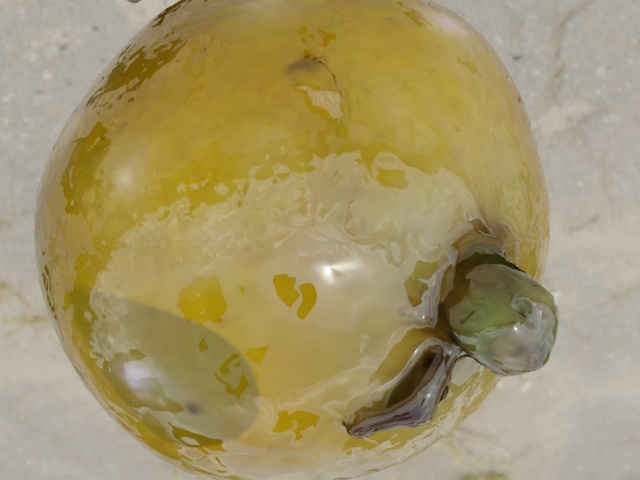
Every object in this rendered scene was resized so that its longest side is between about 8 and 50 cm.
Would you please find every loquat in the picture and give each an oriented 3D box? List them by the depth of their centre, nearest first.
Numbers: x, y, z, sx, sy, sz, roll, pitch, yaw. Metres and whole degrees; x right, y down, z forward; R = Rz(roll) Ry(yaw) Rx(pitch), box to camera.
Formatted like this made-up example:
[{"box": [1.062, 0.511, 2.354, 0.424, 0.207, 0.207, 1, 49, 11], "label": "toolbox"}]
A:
[{"box": [0.000, 0.000, 0.755, 0.328, 0.329, 0.359, 22, -179, -40], "label": "loquat"}]

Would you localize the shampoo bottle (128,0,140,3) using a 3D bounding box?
[{"box": [-0.129, -0.354, 1.376, 0.244, 0.085, 0.085, -29, 146, 8], "label": "shampoo bottle"}]
